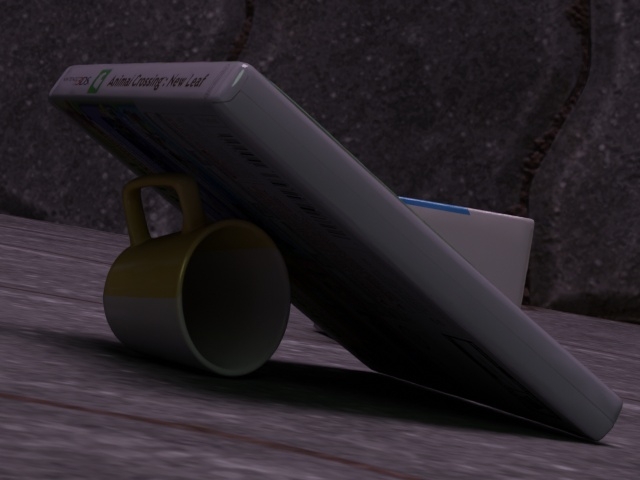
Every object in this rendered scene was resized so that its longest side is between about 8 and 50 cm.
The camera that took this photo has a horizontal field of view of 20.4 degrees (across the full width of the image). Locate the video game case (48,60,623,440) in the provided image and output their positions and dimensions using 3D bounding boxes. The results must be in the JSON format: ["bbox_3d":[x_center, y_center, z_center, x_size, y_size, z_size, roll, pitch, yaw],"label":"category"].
[{"bbox_3d":[0.000,0.000,0.735,0.212,0.023,0.193,40,-13,-24],"label":"video game case"}]

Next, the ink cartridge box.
[{"bbox_3d":[0.056,0.021,1.069,0.092,0.090,0.143,9,1,-14],"label":"ink cartridge box"}]

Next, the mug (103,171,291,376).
[{"bbox_3d":[-0.054,0.016,0.728,0.064,0.078,0.062,-2,-14,45],"label":"mug"}]
